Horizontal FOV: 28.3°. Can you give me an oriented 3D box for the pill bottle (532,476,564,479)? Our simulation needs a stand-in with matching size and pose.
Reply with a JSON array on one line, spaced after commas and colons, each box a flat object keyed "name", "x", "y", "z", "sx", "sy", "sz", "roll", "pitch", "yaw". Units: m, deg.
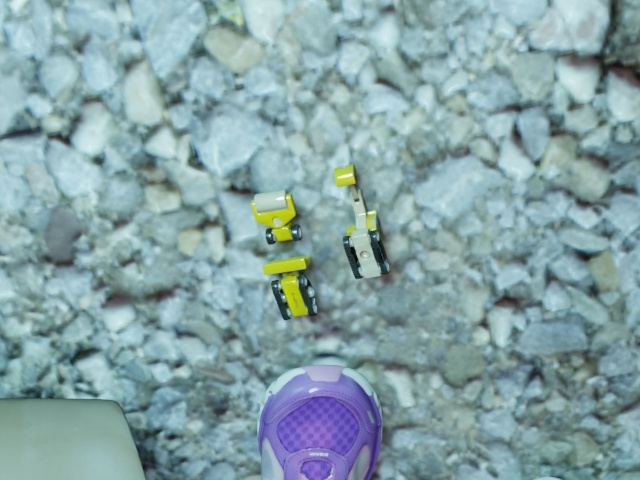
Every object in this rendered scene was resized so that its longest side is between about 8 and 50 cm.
[{"name": "pill bottle", "x": 0.270, "y": 0.289, "z": 0.961, "sx": 0.283, "sy": 0.160, "sz": 0.160, "roll": 23, "pitch": 117, "yaw": -16}]

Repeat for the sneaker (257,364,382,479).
[{"name": "sneaker", "x": -0.007, "y": 0.202, "z": 0.931, "sx": 0.095, "sy": 0.104, "sz": 0.236, "roll": 8, "pitch": 119, "yaw": -6}]

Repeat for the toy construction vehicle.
[{"name": "toy construction vehicle", "x": 0.000, "y": 0.000, "z": 0.857, "sx": 0.086, "sy": 0.035, "sz": 0.098, "roll": -12, "pitch": 118, "yaw": 17}]

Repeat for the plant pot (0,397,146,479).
[{"name": "plant pot", "x": -0.250, "y": 0.231, "z": 0.848, "sx": 0.281, "sy": 0.323, "sz": 0.323, "roll": -14, "pitch": 122, "yaw": -15}]
